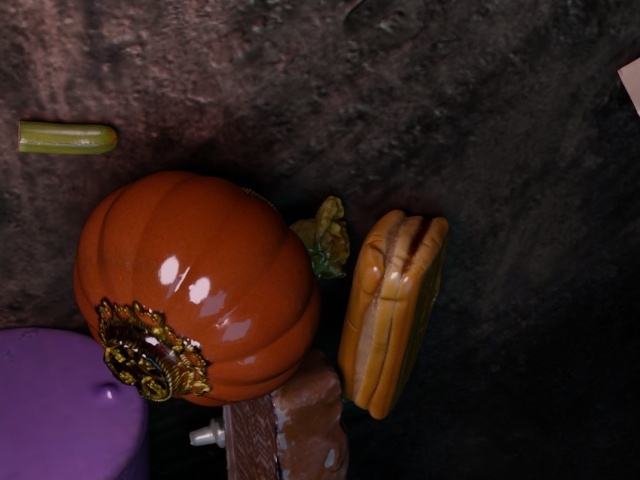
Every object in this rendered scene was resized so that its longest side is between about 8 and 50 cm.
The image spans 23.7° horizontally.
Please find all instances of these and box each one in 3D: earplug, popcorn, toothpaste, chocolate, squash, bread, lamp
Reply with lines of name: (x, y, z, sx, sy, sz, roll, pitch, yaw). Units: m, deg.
earplug: (-0.265, 0.308, 1.506, 0.215, 0.215, 0.456, -6, 135, -7)
popcorn: (-0.002, 0.001, 1.382, 0.068, 0.059, 0.083, 13, 118, -23)
toothpaste: (-0.033, 0.179, 1.550, 0.204, 0.031, 0.049, -13, 133, -3)
chocolate: (-0.029, 0.199, 1.462, 0.093, 0.148, 0.214, -15, 118, -20)
squash: (-0.211, -0.086, 1.282, 0.083, 0.027, 0.027, 2, 130, -15)
bread: (0.065, 0.068, 1.426, 0.077, 0.116, 0.200, 15, 130, 7)
lamp: (-0.106, 0.043, 1.303, 0.223, 0.196, 0.223, 21, 144, 17)

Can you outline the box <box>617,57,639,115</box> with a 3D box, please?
box: (0.398, -0.093, 1.380, 0.164, 0.069, 0.256, -30, 130, 14)
